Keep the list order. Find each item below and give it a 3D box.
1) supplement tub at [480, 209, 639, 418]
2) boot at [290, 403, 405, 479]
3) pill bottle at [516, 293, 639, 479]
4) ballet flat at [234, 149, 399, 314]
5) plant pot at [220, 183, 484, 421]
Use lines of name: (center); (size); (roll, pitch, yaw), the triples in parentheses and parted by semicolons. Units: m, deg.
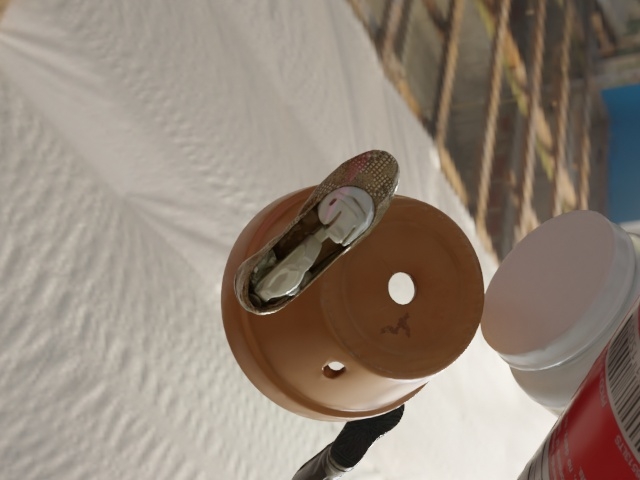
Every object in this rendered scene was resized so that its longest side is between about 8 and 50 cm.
supplement tub: (0.380, 0.138, 1.424); (0.331, 0.241, 0.241); (38, -136, -24)
boot: (0.037, 0.338, 1.877); (0.190, 0.076, 0.208); (-39, -15, -33)
pill bottle: (0.266, 0.189, 0.827); (0.229, 0.229, 0.407); (-68, -1, -48)
ballet flat: (0.000, 0.000, 1.104); (0.073, 0.206, 0.067); (40, -166, -16)
plant pot: (0.054, 0.062, 1.338); (0.291, 0.203, 0.290); (3, -99, -22)
